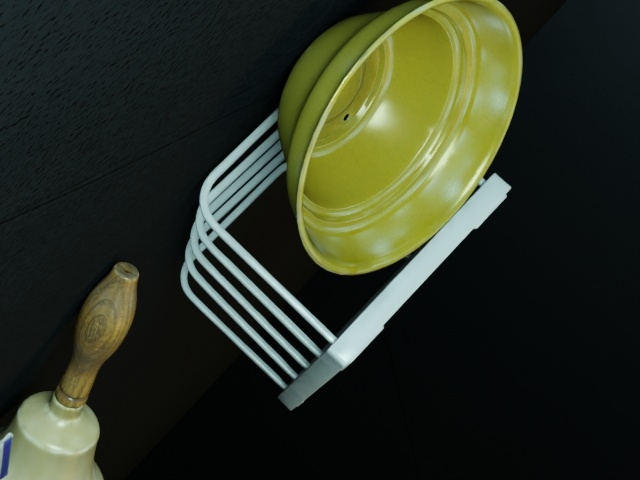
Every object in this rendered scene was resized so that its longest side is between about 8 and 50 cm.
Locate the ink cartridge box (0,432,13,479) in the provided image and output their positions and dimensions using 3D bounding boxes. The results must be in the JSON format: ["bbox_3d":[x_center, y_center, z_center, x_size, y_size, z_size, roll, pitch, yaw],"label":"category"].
[{"bbox_3d":[-0.330,0.221,0.835,0.333,0.065,0.165,-42,175,-23],"label":"ink cartridge box"}]

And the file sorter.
[{"bbox_3d":[0.000,0.000,1.171,0.193,0.173,0.277,-45,177,-16],"label":"file sorter"}]

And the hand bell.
[{"bbox_3d":[-0.190,0.113,1.082,0.126,0.126,0.242,-40,162,-55],"label":"hand bell"}]

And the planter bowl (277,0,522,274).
[{"bbox_3d":[0.037,-0.090,0.978,0.217,0.090,0.217,-31,141,-29],"label":"planter bowl"}]
